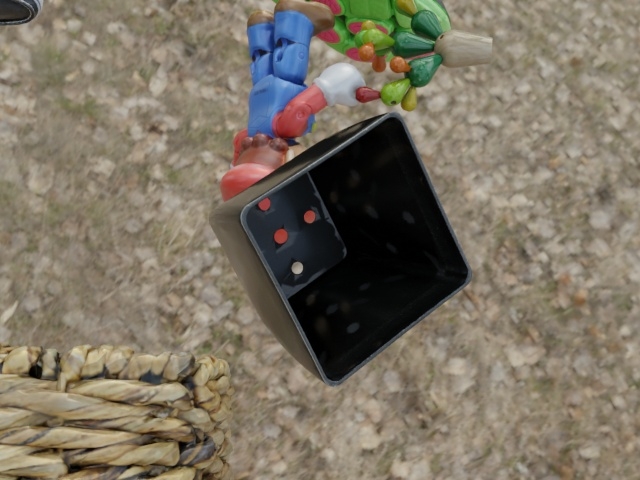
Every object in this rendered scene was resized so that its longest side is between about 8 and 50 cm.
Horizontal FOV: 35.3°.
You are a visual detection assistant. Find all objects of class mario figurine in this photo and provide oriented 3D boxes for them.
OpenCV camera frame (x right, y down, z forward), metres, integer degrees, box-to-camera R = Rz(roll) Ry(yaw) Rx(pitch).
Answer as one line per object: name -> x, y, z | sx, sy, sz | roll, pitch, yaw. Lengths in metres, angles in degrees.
mario figurine -> -0.037, -0.144, 1.337 | 0.170, 0.198, 0.320 | 6, 78, -3

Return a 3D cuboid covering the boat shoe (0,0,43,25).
boat shoe -> -0.399, -0.249, 1.035 | 0.229, 0.080, 0.076 | 9, 55, -35

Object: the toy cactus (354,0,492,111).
toy cactus -> 0.133, -0.243, 1.319 | 0.181, 0.112, 0.219 | 5, 39, 9

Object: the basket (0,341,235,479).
basket -> -0.157, 0.177, 0.555 | 0.214, 0.299, 0.223 | 4, 77, -19

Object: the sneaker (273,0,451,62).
sneaker -> -0.010, -0.435, 1.521 | 0.483, 0.185, 0.202 | 28, 60, 0

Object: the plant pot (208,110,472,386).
plant pot -> 0.000, 0.000, 0.973 | 0.188, 0.167, 0.187 | -35, 111, -22
